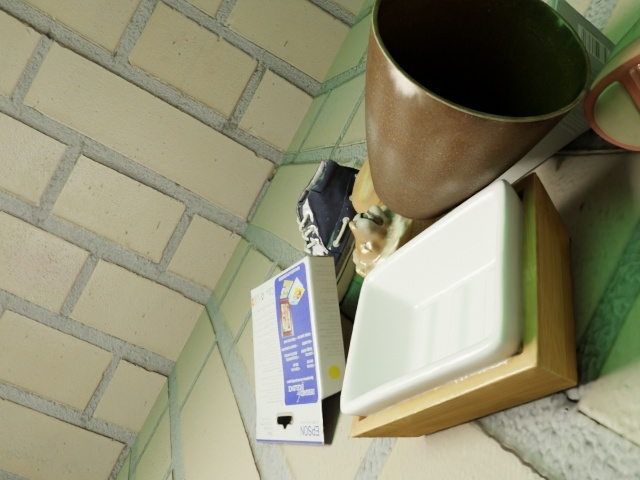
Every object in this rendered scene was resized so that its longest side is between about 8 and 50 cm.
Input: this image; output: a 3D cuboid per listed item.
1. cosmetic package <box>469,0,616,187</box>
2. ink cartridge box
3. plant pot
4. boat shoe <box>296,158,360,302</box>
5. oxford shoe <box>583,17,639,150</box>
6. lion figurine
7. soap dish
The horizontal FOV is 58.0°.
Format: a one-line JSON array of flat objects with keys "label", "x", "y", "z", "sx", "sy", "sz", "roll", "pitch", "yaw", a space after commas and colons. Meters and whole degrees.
[{"label": "cosmetic package", "x": 0.251, "y": -0.168, "z": 0.742, "sx": 0.238, "sy": 0.127, "sz": 0.107, "roll": -38, "pitch": 27, "yaw": 50}, {"label": "ink cartridge box", "x": -0.049, "y": 0.211, "z": 1.069, "sx": 0.303, "sy": 0.072, "sz": 0.308, "roll": -31, "pitch": 62, "yaw": 59}, {"label": "plant pot", "x": 0.135, "y": -0.131, "z": 0.640, "sx": 0.230, "sy": 0.215, "sz": 0.216, "roll": 107, "pitch": 180, "yaw": -56}, {"label": "boat shoe", "x": 0.000, "y": 0.000, "z": 1.161, "sx": 0.341, "sy": 0.158, "sz": 0.127, "roll": -64, "pitch": 17, "yaw": -6}, {"label": "oxford shoe", "x": 0.378, "y": -0.210, "z": 0.423, "sx": 0.397, "sy": 0.140, "sz": 0.147, "roll": -25, "pitch": 30, "yaw": 58}, {"label": "lion figurine", "x": 0.123, "y": -0.072, "z": 0.988, "sx": 0.240, "sy": 0.142, "sz": 0.392, "roll": -61, "pitch": 8, "yaw": 9}, {"label": "soap dish", "x": 0.150, "y": 0.091, "z": 0.649, "sx": 0.291, "sy": 0.118, "sz": 0.229, "roll": -43, "pitch": 25, "yaw": 48}]
